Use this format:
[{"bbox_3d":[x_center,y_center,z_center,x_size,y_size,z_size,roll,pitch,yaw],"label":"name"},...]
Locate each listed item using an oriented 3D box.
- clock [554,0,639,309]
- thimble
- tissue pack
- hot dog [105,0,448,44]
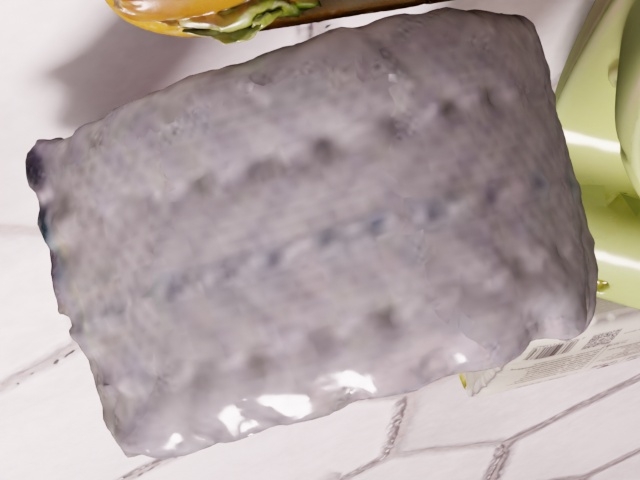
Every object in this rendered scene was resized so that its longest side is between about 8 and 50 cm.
[{"bbox_3d":[0.270,-0.075,0.871,0.286,0.117,0.348,13,146,2],"label":"clock"},{"bbox_3d":[0.000,0.000,0.819,0.245,0.157,0.217,-15,175,-4],"label":"thimble"},{"bbox_3d":[0.163,0.031,1.167,0.148,0.099,0.106,-11,156,-25],"label":"tissue pack"},{"bbox_3d":[0.028,-0.132,0.743,0.249,0.068,0.100,-13,156,-19],"label":"hot dog"}]
